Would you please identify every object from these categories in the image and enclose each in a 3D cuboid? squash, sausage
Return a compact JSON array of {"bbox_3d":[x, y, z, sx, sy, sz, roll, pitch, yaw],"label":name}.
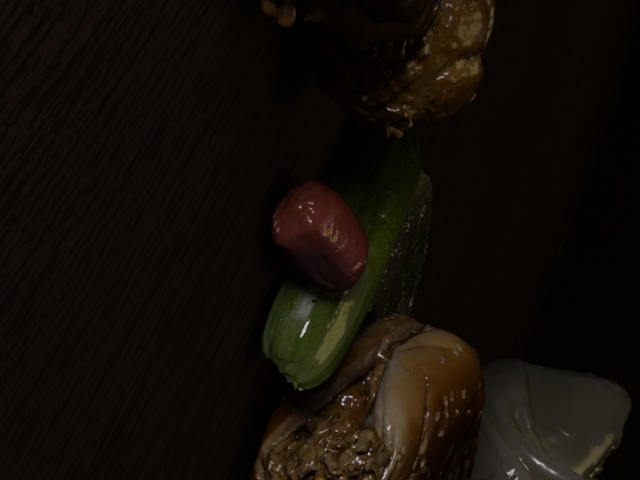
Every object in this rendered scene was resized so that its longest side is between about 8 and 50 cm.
[{"bbox_3d":[0.019,0.008,1.113,0.069,0.069,0.239,83,27,-59],"label":"squash"},{"bbox_3d":[0.000,0.000,1.025,0.094,0.059,0.054,56,21,-50],"label":"sausage"}]

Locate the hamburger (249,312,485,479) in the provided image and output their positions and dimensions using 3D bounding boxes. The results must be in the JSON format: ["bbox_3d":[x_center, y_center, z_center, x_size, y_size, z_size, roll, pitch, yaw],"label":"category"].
[{"bbox_3d":[0.048,0.180,1.219,0.243,0.146,0.286,-63,155,-12],"label":"hamburger"}]

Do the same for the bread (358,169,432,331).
[{"bbox_3d":[0.052,0.053,1.355,0.267,0.040,0.267,18,90,-76],"label":"bread"}]

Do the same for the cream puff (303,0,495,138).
[{"bbox_3d":[0.045,-0.140,0.933,0.103,0.126,0.144,-6,126,-42],"label":"cream puff"}]

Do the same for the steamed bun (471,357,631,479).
[{"bbox_3d":[0.140,0.245,1.499,0.324,0.219,0.310,-53,177,35],"label":"steamed bun"}]

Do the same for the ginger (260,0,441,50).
[{"bbox_3d":[0.008,-0.207,0.735,0.133,0.107,0.309,-50,154,-25],"label":"ginger"}]
